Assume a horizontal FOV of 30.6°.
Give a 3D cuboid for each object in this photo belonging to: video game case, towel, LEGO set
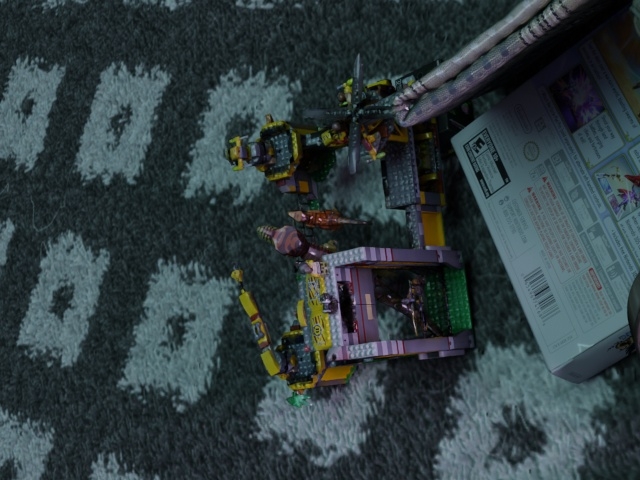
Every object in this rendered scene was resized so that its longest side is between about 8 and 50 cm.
[{"bbox_3d":[0.263,-0.051,1.024,0.244,0.061,0.269,-37,53,27],"label":"video game case"},{"bbox_3d":[0.222,-0.219,0.981,0.324,0.312,0.056,-35,88,27],"label":"towel"},{"bbox_3d":[0.000,0.000,1.118,0.255,0.192,0.331,-2,87,39],"label":"LEGO set"}]

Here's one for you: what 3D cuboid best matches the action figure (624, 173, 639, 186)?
[{"bbox_3d":[0.295,-0.089,0.949,0.115,0.030,0.038,-53,42,11],"label":"action figure"}]

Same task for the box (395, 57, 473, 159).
[{"bbox_3d":[0.117,-0.131,1.197,0.062,0.052,0.083,-23,59,36],"label":"box"}]

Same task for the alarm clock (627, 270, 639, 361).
[{"bbox_3d":[0.296,0.040,0.884,0.129,0.192,0.064,-14,27,13],"label":"alarm clock"}]

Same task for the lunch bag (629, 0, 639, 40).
[{"bbox_3d":[0.404,-0.137,0.784,0.256,0.212,0.305,-47,70,14],"label":"lunch bag"}]
